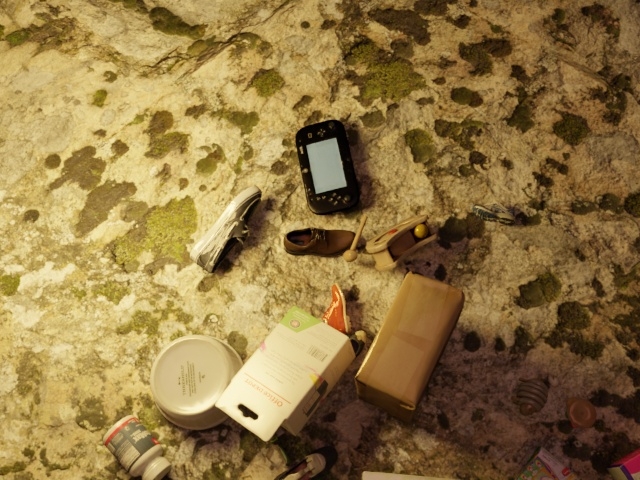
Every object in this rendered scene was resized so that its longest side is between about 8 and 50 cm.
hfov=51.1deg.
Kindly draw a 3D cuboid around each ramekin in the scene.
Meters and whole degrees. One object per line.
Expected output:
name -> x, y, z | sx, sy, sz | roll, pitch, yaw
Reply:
ramekin -> -0.348, 0.387, 1.873 | 0.273, 0.127, 0.272 | -1, 70, 1

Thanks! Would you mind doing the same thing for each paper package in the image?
paper package -> 0.239, 0.293, 1.789 | 0.168, 0.309, 0.325 | 24, 72, 15

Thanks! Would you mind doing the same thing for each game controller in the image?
game controller -> 0.020, -0.232, 2.123 | 0.166, 0.067, 0.319 | -11, 69, -2

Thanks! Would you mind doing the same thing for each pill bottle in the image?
pill bottle -> -0.493, 0.574, 1.819 | 0.180, 0.108, 0.108 | 42, 76, 15

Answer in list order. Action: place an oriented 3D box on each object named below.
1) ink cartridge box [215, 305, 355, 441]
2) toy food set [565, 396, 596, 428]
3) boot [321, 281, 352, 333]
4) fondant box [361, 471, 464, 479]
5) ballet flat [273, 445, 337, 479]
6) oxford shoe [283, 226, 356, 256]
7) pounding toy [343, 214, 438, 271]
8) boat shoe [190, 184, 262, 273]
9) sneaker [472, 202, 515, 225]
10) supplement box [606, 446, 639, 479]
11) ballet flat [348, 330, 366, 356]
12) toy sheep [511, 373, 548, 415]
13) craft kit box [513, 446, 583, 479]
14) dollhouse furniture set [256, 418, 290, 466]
ink cartridge box -> -0.092, 0.377, 1.820 | 0.207, 0.119, 0.353 | 27, 62, 30
toy food set -> 0.721, 0.480, 1.855 | 0.083, 0.020, 0.082 | 12, 71, 6
boot -> 0.039, 0.201, 1.967 | 0.085, 0.059, 0.158 | -11, 71, 3
fondant box -> 0.265, 0.738, 1.737 | 0.330, 0.096, 0.238 | 4, 70, 5
ballet flat -> -0.042, 0.623, 1.804 | 0.203, 0.074, 0.074 | -30, 71, -9
oxford shoe -> 0.000, 0.000, 2.022 | 0.227, 0.096, 0.082 | -6, 68, -2
pounding toy -> 0.196, -0.011, 1.961 | 0.269, 0.154, 0.155 | -29, 100, -9
boat shoe -> -0.263, -0.031, 2.038 | 0.102, 0.108, 0.301 | 37, 78, 14
sneaker -> 0.535, -0.091, 2.065 | 0.135, 0.052, 0.058 | 18, 61, 1
supplement box -> 0.890, 0.591, 1.759 | 0.220, 0.114, 0.111 | -27, 70, -7
ballet flat -> 0.071, 0.326, 1.921 | 0.057, 0.049, 0.173 | 41, 76, 14
toy sheep -> 0.583, 0.424, 1.849 | 0.091, 0.091, 0.132 | 25, 67, 11
craft kit box -> 0.605, 0.719, 1.754 | 0.250, 0.061, 0.246 | 38, 78, 15
dollhouse furniture set -> -0.110, 0.540, 1.835 | 0.058, 0.076, 0.151 | -33, 71, -12
